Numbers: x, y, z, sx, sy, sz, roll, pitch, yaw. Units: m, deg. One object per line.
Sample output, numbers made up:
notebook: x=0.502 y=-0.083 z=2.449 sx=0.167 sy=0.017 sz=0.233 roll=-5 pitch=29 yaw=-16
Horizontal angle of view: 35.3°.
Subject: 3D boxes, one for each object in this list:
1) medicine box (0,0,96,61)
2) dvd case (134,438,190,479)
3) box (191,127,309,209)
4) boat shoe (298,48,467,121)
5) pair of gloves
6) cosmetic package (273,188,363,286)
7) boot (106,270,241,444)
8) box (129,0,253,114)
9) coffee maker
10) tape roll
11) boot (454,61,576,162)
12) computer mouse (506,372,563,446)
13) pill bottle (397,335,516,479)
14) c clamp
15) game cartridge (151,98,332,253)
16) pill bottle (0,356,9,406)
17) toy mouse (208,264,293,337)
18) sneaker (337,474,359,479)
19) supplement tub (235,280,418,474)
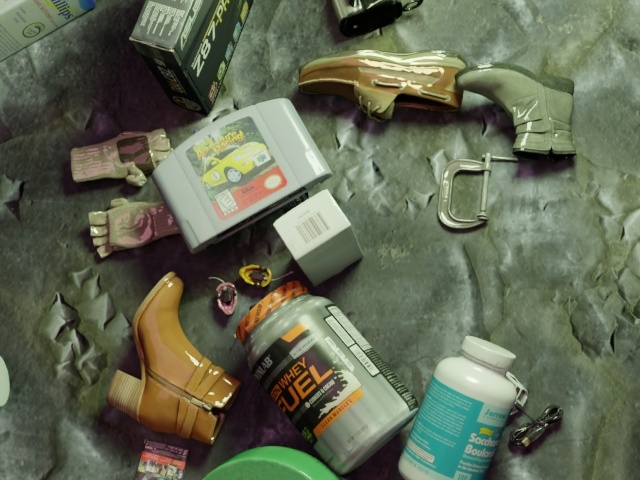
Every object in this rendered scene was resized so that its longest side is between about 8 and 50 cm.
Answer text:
medicine box: x=-0.657 y=-0.543 z=2.060 sx=0.289 sy=0.149 sz=0.263 roll=-30 pitch=75 yaw=0
dvd case: x=-0.296 y=0.433 z=1.843 sx=0.087 sy=0.013 sz=0.119 roll=11 pitch=77 yaw=10
box: x=-0.133 y=-0.137 z=1.915 sx=0.207 sy=0.108 sz=0.153 roll=-8 pitch=76 yaw=5
boat shoe: x=0.119 y=-0.293 z=1.918 sx=0.324 sy=0.122 sz=0.119 roll=-1 pitch=81 yaw=7
pair of gloves: x=-0.371 y=-0.099 z=1.970 sx=0.204 sy=0.042 sz=0.240 roll=-17 pitch=77 yaw=-1
cosmetic package: x=0.000 y=0.000 z=1.800 sx=0.117 sy=0.231 sz=0.085 roll=-32 pitch=75 yaw=-2
boot: x=-0.246 y=0.218 z=1.839 sx=0.220 sy=0.109 sz=0.283 roll=20 pitch=82 yaw=13
box: x=-0.212 y=-0.477 z=1.901 sx=0.097 sy=0.318 sz=0.394 roll=18 pitch=78 yaw=11
coffee maker: x=0.087 y=-0.514 z=1.990 sx=0.171 sy=0.120 sz=0.178 roll=-14 pitch=75 yaw=-21
tape roll: x=-0.080 y=0.515 z=1.702 sx=0.321 sy=0.077 sz=0.321 roll=2 pitch=97 yaw=21
boot: x=0.367 y=-0.233 z=1.858 sx=0.247 sy=0.083 sz=0.161 roll=8 pitch=75 yaw=-15
computer mouse: x=0.331 y=0.272 z=1.792 sx=0.106 sy=0.042 sz=0.193 roll=-43 pitch=81 yaw=0
pill bottle: x=0.242 y=0.301 z=1.710 sx=0.146 sy=0.146 sz=0.264 roll=22 pitch=96 yaw=12
c clamp: x=0.291 y=-0.095 z=1.896 sx=0.137 sy=0.022 sz=0.160 roll=11 pitch=77 yaw=9
game cartridge: x=-0.151 y=-0.128 z=1.833 sx=0.294 sy=0.060 sz=0.196 roll=-30 pitch=72 yaw=0
pill bottle: x=-0.709 y=0.279 z=1.872 sx=0.229 sy=0.131 sz=0.131 roll=-11 pitch=75 yaw=5
toy mouse: x=-0.141 y=0.117 z=1.892 sx=0.161 sy=0.031 sz=0.143 roll=9 pitch=77 yaw=9
sneaker: x=0.004 y=0.446 z=1.762 sx=0.258 sy=0.094 sz=0.091 roll=21 pitch=84 yaw=14
supplement tub: x=0.005 y=0.235 z=1.762 sx=0.194 sy=0.193 sz=0.316 roll=-41 pitch=74 yaw=-4
